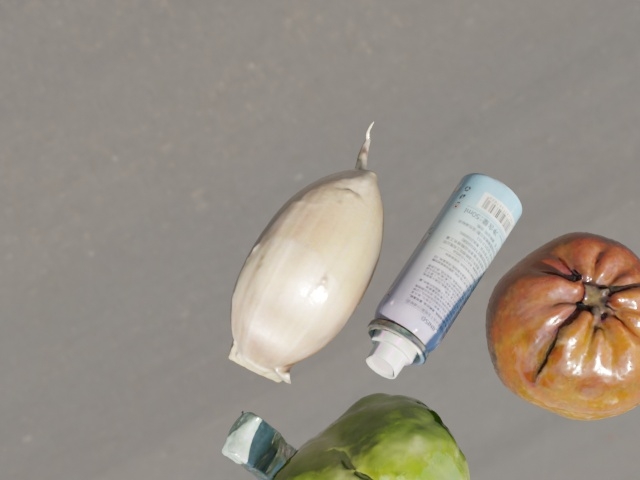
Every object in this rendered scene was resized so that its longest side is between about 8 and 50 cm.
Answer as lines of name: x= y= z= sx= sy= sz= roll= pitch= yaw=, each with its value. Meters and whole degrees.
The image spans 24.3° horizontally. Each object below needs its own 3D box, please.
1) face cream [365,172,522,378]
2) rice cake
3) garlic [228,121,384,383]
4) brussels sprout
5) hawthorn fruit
face cream: x=0.119 y=0.039 z=1.502 sx=0.229 sy=0.075 sz=0.075 roll=-54 pitch=164 yaw=-23
rice cake: x=-0.058 y=0.291 z=1.955 sx=0.066 sy=0.063 sz=0.336 roll=-61 pitch=157 yaw=-11
garlic: x=0.004 y=-0.003 z=1.328 sx=0.128 sy=0.148 sz=0.266 roll=45 pitch=75 yaw=-36
brussels sprout: x=0.041 y=0.332 z=1.775 sx=0.316 sy=0.243 sz=0.273 roll=-45 pitch=-163 yaw=46
hawthorn fruit: x=0.376 y=0.144 z=2.193 sx=0.277 sy=0.277 sz=0.298 roll=-24 pitch=161 yaw=-14
